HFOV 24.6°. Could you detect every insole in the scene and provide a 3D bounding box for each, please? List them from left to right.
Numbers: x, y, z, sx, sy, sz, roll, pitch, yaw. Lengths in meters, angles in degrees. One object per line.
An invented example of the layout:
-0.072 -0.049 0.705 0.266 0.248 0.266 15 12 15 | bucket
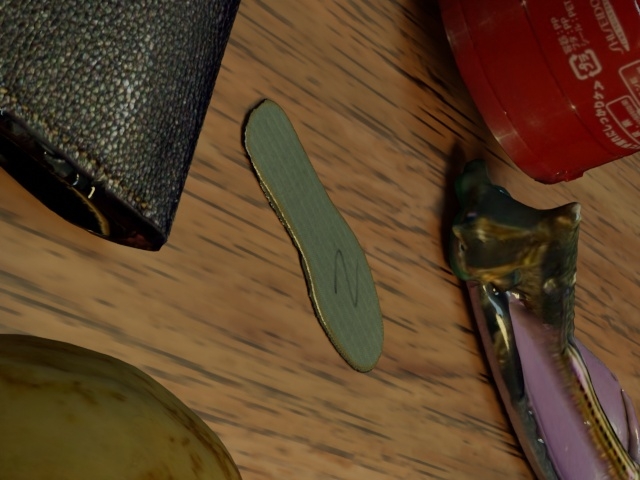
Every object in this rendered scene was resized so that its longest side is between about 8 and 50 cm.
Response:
0.000 0.000 0.858 0.064 0.004 0.188 -56 131 -42 | insole

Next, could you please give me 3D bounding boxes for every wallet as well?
-0.101 -0.138 0.619 0.262 0.071 0.220 50 56 -64 | wallet

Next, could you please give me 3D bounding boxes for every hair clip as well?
0.175 0.097 1.053 0.110 0.096 0.358 -105 173 -50 | hair clip

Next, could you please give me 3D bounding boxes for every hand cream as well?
0.172 -0.143 0.972 0.193 0.125 0.193 43 36 -42 | hand cream

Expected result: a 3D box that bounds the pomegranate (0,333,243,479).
-0.129 0.137 0.513 0.215 0.215 0.215 7 81 -54 | pomegranate
